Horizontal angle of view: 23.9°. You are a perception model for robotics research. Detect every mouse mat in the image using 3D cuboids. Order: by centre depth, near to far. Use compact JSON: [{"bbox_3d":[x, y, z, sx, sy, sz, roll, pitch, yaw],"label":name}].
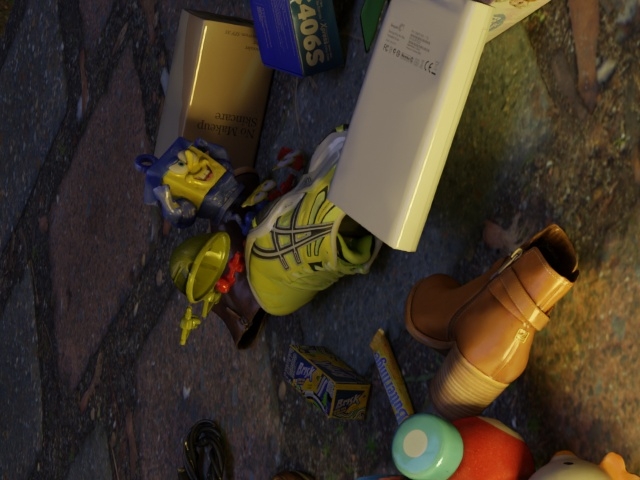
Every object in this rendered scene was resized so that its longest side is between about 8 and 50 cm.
[{"bbox_3d":[0.085,-0.351,1.969,0.153,0.007,0.190,-94,19,-61],"label":"mouse mat"}]

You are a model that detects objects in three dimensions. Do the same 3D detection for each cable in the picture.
[{"bbox_3d":[-0.191,0.391,2.549,0.151,0.047,0.184,-69,27,18],"label":"cable"}]

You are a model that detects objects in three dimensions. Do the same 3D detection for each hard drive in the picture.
[{"bbox_3d":[0.106,-0.163,1.870,0.203,0.040,0.308,39,115,58],"label":"hard drive"}]

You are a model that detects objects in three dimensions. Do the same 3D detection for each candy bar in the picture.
[{"bbox_3d":[0.096,0.189,2.020,0.161,0.018,0.040,-108,34,-42],"label":"candy bar"}]

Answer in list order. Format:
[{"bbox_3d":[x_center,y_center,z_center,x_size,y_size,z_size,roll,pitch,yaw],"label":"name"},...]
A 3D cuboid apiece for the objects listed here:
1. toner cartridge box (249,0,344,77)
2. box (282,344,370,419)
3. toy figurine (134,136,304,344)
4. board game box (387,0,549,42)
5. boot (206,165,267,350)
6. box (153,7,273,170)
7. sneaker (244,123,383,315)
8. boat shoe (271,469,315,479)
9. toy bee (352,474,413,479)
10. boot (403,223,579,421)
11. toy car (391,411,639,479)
[{"bbox_3d":[-0.059,-0.428,2.263,0.165,0.075,0.348,28,133,61],"label":"toner cartridge box"},{"bbox_3d":[0.008,0.200,2.151,0.169,0.059,0.054,34,116,61],"label":"box"},{"bbox_3d":[-0.202,-0.044,2.266,0.362,0.217,0.191,-53,-11,-45],"label":"toy figurine"},{"bbox_3d":[0.184,-0.404,1.910,0.318,0.066,0.318,-31,58,59],"label":"board game box"},{"bbox_3d":[-0.122,0.028,2.464,0.207,0.090,0.248,55,133,37],"label":"boot"},{"bbox_3d":[-0.180,-0.219,2.534,0.121,0.148,0.311,37,119,60],"label":"box"},{"bbox_3d":[0.000,0.000,2.118,0.385,0.145,0.147,122,144,-45],"label":"sneaker"},{"bbox_3d":[-0.036,0.446,2.136,0.111,0.104,0.307,-66,31,33],"label":"boat shoe"},{"bbox_3d":[0.112,0.314,1.775,0.298,0.162,0.195,-169,78,-78],"label":"toy bee"},{"bbox_3d":[0.197,0.059,1.746,0.220,0.109,0.283,-56,11,22],"label":"boot"},{"bbox_3d":[0.233,0.269,1.579,0.238,0.219,0.210,-20,60,29],"label":"toy car"}]
